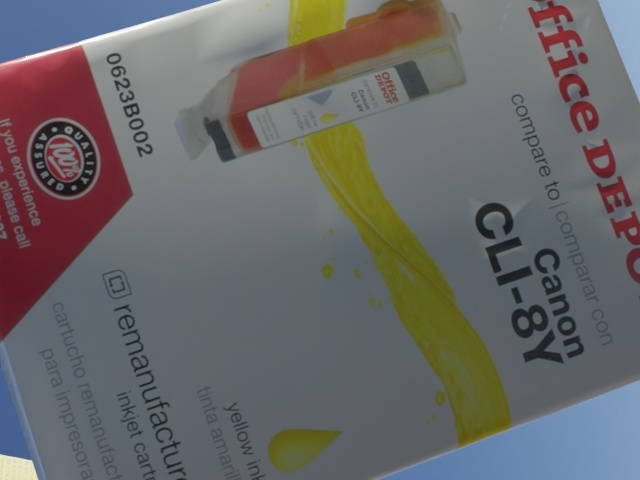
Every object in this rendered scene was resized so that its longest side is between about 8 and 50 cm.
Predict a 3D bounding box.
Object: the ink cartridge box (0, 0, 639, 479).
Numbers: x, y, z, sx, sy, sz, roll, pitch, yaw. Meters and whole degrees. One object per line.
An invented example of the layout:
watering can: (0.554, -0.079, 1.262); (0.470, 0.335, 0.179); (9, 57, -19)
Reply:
ink cartridge box: (0.000, 0.000, 0.767); (0.160, 0.384, 0.279); (130, 121, -77)

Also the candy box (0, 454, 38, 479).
candy box: (-0.251, 0.290, 1.131); (0.087, 0.316, 0.183); (-111, 38, -63)
